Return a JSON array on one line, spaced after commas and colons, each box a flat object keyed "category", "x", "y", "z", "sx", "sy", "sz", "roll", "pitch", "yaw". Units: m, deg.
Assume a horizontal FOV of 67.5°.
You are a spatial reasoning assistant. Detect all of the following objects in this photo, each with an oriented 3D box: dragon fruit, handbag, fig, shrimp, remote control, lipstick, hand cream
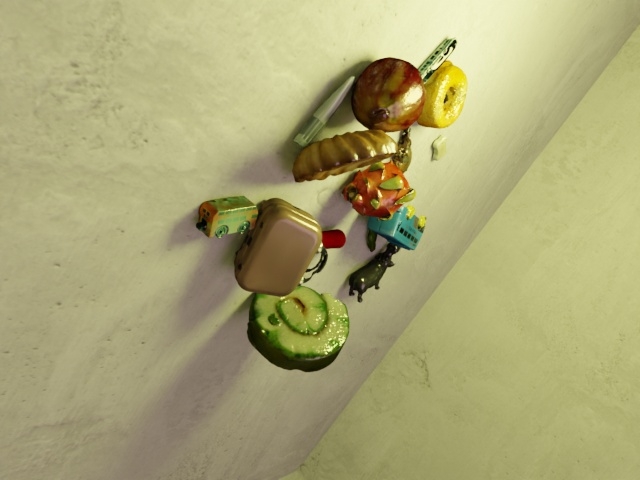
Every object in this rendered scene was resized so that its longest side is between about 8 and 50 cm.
[{"category": "dragon fruit", "x": 0.211, "y": -0.179, "z": 1.756, "sx": 0.227, "sy": 0.224, "sz": 0.224, "roll": -39, "pitch": 150, "yaw": -11}, {"category": "handbag", "x": -0.110, "y": 0.039, "z": 1.544, "sx": 0.283, "sy": 0.149, "sz": 0.301, "roll": 20, "pitch": 109, "yaw": -24}, {"category": "fig", "x": 0.204, "y": -0.434, "z": 1.457, "sx": 0.263, "sy": 0.224, "sz": 0.223, "roll": -20, "pitch": 139, "yaw": -40}, {"category": "shrimp", "x": 0.314, "y": -0.338, "z": 1.863, "sx": 0.117, "sy": 0.066, "sz": 0.262, "roll": -37, "pitch": 147, "yaw": -21}, {"category": "remote control", "x": 0.522, "y": -0.406, "z": 2.099, "sx": 0.074, "sy": 0.032, "sz": 0.122, "roll": -42, "pitch": 150, "yaw": -12}, {"category": "lipstick", "x": 0.000, "y": 0.000, "z": 1.814, "sx": 0.241, "sy": 0.080, "sz": 0.080, "roll": -5, "pitch": 128, "yaw": -51}, {"category": "hand cream", "x": 0.017, "y": -0.380, "z": 1.417, "sx": 0.255, "sy": 0.048, "sz": 0.079, "roll": -48, "pitch": -176, "yaw": 3}]

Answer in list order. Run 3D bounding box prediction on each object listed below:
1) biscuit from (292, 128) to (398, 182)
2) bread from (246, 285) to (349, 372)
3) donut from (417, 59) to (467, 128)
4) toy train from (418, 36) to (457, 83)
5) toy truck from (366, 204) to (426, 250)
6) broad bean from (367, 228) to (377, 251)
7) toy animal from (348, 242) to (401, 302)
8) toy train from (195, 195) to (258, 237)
[{"category": "biscuit", "x": 0.069, "y": -0.256, "z": 1.441, "sx": 0.326, "sy": 0.326, "sz": 0.107, "roll": -17, "pitch": 96, "yaw": -44}, {"category": "bread", "x": -0.073, "y": 0.300, "z": 1.771, "sx": 0.382, "sy": 0.366, "sz": 0.129, "roll": -21, "pitch": 146, "yaw": -37}, {"category": "donut", "x": 0.444, "y": -0.534, "z": 1.774, "sx": 0.254, "sy": 0.118, "sz": 0.253, "roll": -24, "pitch": 128, "yaw": -36}, {"category": "toy train", "x": 0.400, "y": -0.622, "z": 1.662, "sx": 0.207, "sy": 0.047, "sz": 0.043, "roll": -48, "pitch": 145, "yaw": -3}, {"category": "toy truck", "x": 0.334, "y": -0.070, "z": 2.062, "sx": 0.385, "sy": 0.161, "sz": 0.162, "roll": 24, "pitch": 88, "yaw": -63}, {"category": "broad bean", "x": 0.234, "y": -0.027, "z": 2.138, "sx": 0.060, "sy": 0.043, "sz": 0.297, "roll": -55, "pitch": 159, "yaw": -34}, {"category": "toy animal", "x": 0.263, "y": 0.151, "z": 2.331, "sx": 0.343, "sy": 0.106, "sz": 0.168, "roll": -40, "pitch": 143, "yaw": -28}, {"category": "toy train", "x": -0.266, "y": -0.067, "z": 1.375, "sx": 0.188, "sy": 0.072, "sz": 0.099, "roll": -14, "pitch": 136, "yaw": -46}]
